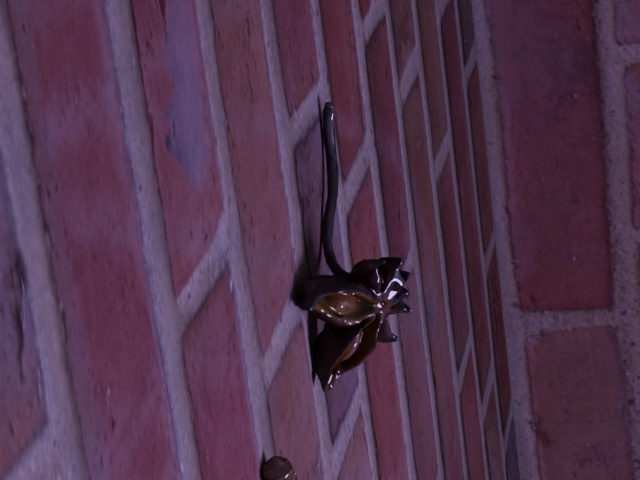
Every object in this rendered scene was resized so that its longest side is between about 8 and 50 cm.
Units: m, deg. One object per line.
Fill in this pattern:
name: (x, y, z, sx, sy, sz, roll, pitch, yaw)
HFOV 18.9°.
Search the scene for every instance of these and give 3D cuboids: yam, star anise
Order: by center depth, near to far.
yam: (-0.022, 0.240, 1.656, 0.145, 0.032, 0.032, 73, 17, -44)
star anise: (0.000, 0.000, 1.868, 0.148, 0.218, 0.227, 25, 13, -44)
